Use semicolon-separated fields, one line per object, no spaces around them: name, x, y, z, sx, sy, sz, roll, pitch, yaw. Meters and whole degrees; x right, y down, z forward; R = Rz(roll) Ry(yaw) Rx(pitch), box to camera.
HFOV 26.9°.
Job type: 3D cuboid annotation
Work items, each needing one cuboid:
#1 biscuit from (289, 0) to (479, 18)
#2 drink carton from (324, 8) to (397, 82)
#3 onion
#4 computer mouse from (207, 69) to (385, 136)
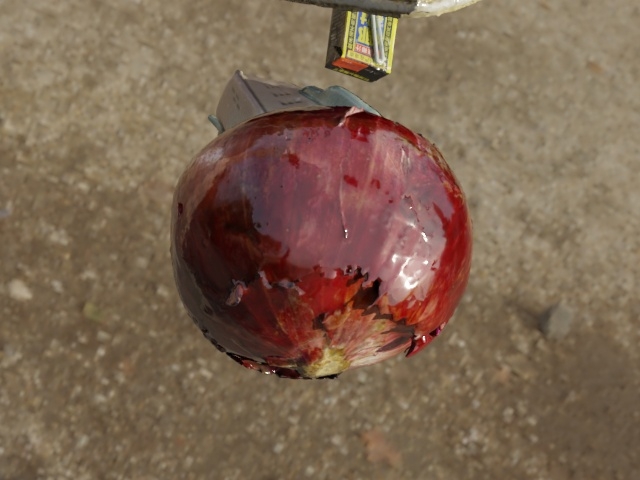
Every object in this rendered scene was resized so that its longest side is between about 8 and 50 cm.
biscuit;0.001;-0.318;1.515;0.144;0.078;0.426;-22;28;-40
drink carton;0.055;-0.280;1.615;0.071;0.056;0.166;14;73;-24
onion;0.000;0.000;1.203;0.276;0.276;0.276;20;32;-13
computer mouse;-0.039;-0.075;1.443;0.115;0.199;0.389;-18;34;-33
